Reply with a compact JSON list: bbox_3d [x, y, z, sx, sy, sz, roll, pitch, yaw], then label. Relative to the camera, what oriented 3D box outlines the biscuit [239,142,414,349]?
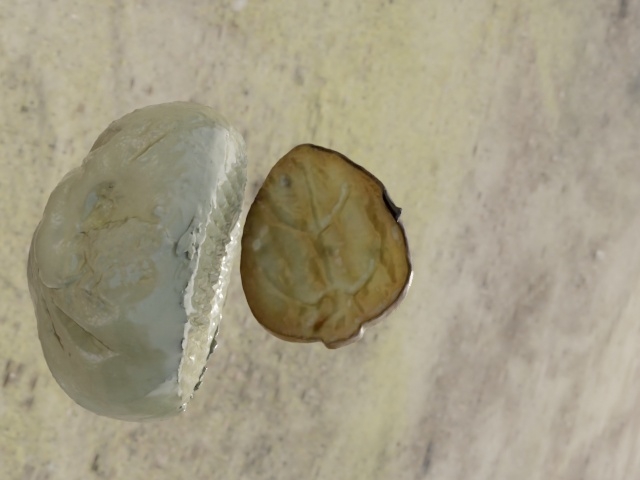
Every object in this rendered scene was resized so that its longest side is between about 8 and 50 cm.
[{"bbox_3d":[0.003,0.002,1.379,0.041,0.203,0.260,48,25,-59],"label":"biscuit"}]

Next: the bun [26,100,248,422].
[{"bbox_3d":[-0.209,0.018,1.345,0.360,0.211,0.359,14,90,-88],"label":"bun"}]
